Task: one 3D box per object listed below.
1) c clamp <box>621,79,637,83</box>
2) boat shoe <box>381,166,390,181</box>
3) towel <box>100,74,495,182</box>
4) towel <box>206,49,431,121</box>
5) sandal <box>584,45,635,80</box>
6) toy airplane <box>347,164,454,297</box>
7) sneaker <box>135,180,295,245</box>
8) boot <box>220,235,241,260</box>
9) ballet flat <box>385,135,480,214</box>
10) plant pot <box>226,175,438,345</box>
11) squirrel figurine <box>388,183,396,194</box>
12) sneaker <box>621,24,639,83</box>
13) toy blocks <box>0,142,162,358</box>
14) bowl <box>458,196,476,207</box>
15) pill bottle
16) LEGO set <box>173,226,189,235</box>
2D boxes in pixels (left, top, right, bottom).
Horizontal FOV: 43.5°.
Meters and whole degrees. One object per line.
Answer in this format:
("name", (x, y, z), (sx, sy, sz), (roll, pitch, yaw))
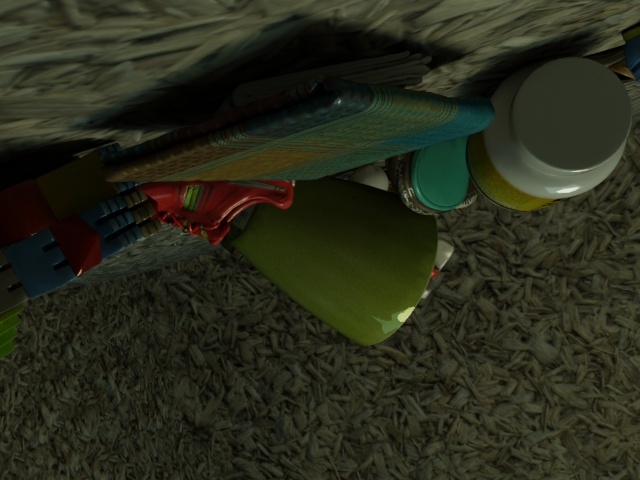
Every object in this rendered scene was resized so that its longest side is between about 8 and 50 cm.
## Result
("c clamp", (0.600, -0.310, 1.470), (0.137, 0.022, 0.161), (-11, 180, -1))
("boat shoe", (0.196, -0.165, 1.930), (0.135, 0.050, 0.045), (-17, -176, 28))
("towel", (-0.001, -0.107, 0.821), (0.272, 0.040, 0.370), (-14, 177, 31))
("towel", (-0.028, -0.135, 0.879), (0.209, 0.034, 0.285), (-15, 179, -20))
("sandal", (0.433, -0.252, 1.164), (0.180, 0.049, 0.072), (-16, 179, 4))
("toy airplane", (0.112, -0.030, 1.785), (0.385, 0.272, 0.386), (-2, -157, -36))
("sneaker", (-0.167, -0.046, 1.033), (0.279, 0.118, 0.107), (-16, 178, -2))
("boot", (-0.183, -0.052, 1.952), (0.082, 0.106, 0.219), (-54, 180, 41))
("ballet flat", (0.229, -0.146, 1.424), (0.182, 0.163, 0.483), (13, -160, 40))
("plant pot", (0.000, 0.000, 1.365), (0.294, 0.274, 0.275), (25, 159, -24))
("squirrel figurine", (0.123, 0.030, 2.217), (0.281, 0.370, 0.397), (-15, 178, -37))
("sneaker", (0.478, -0.254, 0.980), (0.209, 0.082, 0.069), (-19, 175, 39))
("toy blocks", (-0.288, 0.000, 0.809), (0.261, 0.190, 0.381), (-25, -172, 15))
("bowl", (0.254, -0.152, 1.604), (0.170, 0.170, 0.080), (-15, 149, -33))
("pill bottle", (0.314, -0.144, 1.128), (0.188, 0.187, 0.334), (-16, 177, 3))
("LEGO set", (-0.194, -0.074, 1.682), (0.182, 0.060, 0.244), (-31, 172, 33))
